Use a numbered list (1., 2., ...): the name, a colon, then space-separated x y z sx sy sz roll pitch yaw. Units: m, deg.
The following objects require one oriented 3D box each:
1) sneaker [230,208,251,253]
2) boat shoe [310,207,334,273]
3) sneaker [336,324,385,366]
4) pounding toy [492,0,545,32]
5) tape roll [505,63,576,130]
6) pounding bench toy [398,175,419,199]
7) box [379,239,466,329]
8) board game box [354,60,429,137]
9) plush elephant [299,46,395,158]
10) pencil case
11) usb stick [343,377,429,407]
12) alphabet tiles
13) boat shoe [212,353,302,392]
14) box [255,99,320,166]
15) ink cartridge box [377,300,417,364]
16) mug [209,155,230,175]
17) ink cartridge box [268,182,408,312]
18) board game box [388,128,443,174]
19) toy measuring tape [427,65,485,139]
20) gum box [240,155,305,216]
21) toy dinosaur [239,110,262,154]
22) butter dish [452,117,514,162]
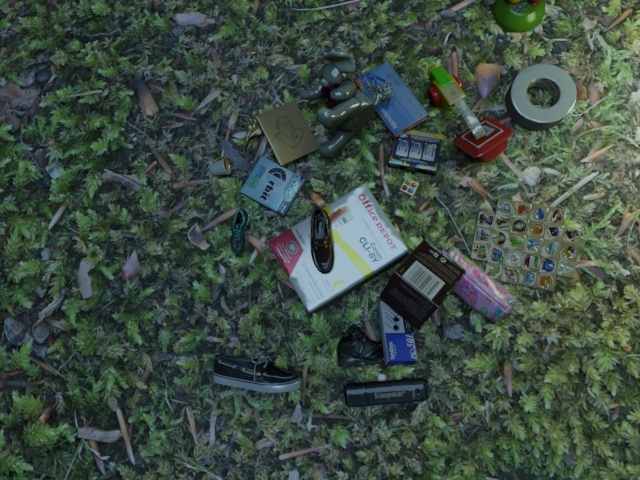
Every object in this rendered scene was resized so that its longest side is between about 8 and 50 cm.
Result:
1. sneaker: -0.294 -0.038 1.721 0.065 0.076 0.166 4 81 8
2. boat shoe: 0.000 0.000 1.523 0.073 0.073 0.207 -8 79 5
3. sneaker: 0.164 0.344 1.604 0.227 0.087 0.130 -7 86 10
4. pounding toy: 0.715 -0.881 1.736 0.183 0.110 0.237 -21 79 2
5. tape roll: 0.766 -0.499 1.687 0.219 0.072 0.219 -1 80 6
6. pounding bench toy: 0.316 -0.196 1.688 0.052 0.065 0.083 27 84 10
7. box: 0.318 0.142 1.534 0.168 0.203 0.167 39 62 13
8. board game box: 0.254 -0.510 1.740 0.145 0.027 0.281 -29 68 -1
9. plush elephant: 0.056 -0.506 1.672 0.330 0.272 0.255 -41 73 -4
10. pencil case: 0.495 0.140 1.586 0.284 0.124 0.124 42 87 10
11. usb stick: 0.214 0.501 1.593 0.278 0.045 0.077 -6 79 5
12. alphabet tiles: 0.695 0.012 1.641 0.342 0.011 0.285 11 82 8
13. boat shoe: -0.211 0.432 1.617 0.306 0.113 0.105 5 96 16
14. box: -0.117 -0.389 1.749 0.164 0.021 0.201 -27 90 -15
15. ink cartridge box: 0.249 0.299 1.576 0.097 0.046 0.207 2 57 -8
16. mug: -0.371 -0.269 1.785 0.064 0.078 0.062 -12 112 13
17. ink cartridge box: 0.064 0.029 1.628 0.384 0.160 0.279 -32 78 1
18. board game box: 0.337 -0.318 1.715 0.170 0.048 0.141 12 80 8
19. toy measuring tape: 0.466 -0.472 1.688 0.121 0.121 0.330 -28 74 1
20. gum box: -0.172 -0.196 1.752 0.184 0.041 0.157 29 84 9
21. toy dinosaur: -0.258 -0.416 1.792 0.092 0.053 0.183 37 86 9
22. butter dish: 0.567 -0.324 1.663 0.160 0.118 0.160 -35 38 2
